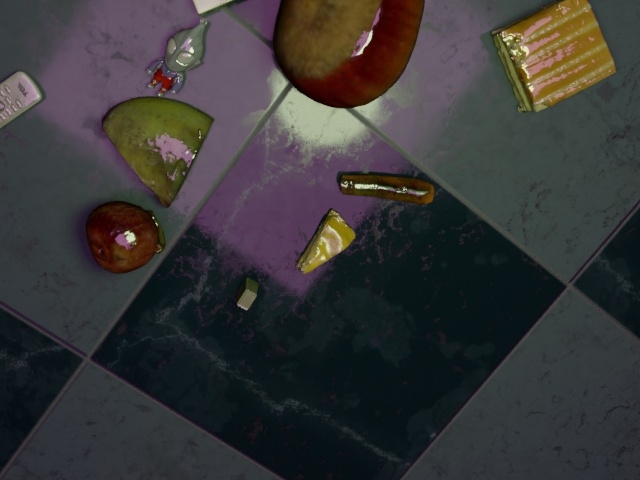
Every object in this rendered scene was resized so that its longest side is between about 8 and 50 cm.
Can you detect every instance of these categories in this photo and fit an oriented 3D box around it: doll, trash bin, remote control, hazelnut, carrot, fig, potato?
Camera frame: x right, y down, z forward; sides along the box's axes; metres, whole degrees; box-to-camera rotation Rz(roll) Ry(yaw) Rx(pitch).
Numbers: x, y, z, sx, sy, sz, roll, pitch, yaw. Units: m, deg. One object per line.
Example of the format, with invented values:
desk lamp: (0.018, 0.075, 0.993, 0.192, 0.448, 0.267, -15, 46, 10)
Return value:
doll: (-0.351, -0.462, 1.615, 0.102, 0.075, 0.227, 43, 109, -4)
trash bin: (-0.201, 0.147, 1.776, 0.043, 0.092, 0.061, 32, 99, -10)
remote control: (-0.795, -0.343, 1.624, 0.190, 0.029, 0.088, -32, 106, 3)
hazelnut: (0.067, -0.517, 1.517, 0.359, 0.359, 0.410, 21, 98, -10)
carrot: (0.179, -0.140, 1.752, 0.260, 0.070, 0.070, 5, 104, -5)
fig: (-0.498, -0.013, 1.666, 0.205, 0.205, 0.205, -1, 105, -5)
potato: (-0.444, -0.247, 1.644, 0.255, 0.112, 0.270, 27, 99, -11)

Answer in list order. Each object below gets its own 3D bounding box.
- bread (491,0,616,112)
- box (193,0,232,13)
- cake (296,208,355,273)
bread: (0.595, -0.485, 1.676, 0.246, 0.111, 0.239, -28, 103, 5)
box: (-0.210, -0.675, 1.571, 0.256, 0.069, 0.164, -22, 105, 0)
cake: (0.000, 0.002, 1.766, 0.184, 0.080, 0.116, -25, 108, 6)
